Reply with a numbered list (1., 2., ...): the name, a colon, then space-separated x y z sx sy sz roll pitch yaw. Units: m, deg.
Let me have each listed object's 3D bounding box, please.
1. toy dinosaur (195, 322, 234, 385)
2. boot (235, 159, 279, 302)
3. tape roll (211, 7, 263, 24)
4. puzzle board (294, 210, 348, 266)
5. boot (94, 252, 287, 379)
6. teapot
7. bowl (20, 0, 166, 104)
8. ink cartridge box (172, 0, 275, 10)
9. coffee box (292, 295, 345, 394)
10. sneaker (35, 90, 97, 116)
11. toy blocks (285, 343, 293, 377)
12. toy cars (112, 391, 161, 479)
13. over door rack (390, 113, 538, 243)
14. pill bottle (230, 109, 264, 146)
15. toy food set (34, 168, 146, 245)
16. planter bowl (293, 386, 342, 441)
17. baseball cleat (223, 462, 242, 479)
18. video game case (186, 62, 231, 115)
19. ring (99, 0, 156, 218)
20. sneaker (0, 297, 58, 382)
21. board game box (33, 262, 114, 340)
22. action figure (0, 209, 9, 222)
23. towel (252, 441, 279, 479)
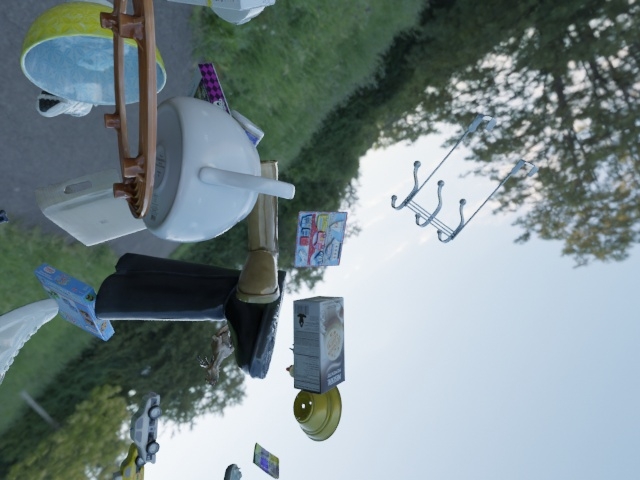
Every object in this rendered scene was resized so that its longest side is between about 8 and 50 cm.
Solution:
1. toy dinosaur: -0.443 0.467 1.818 0.200 0.127 0.296 -51 -170 21
2. boot: -0.131 -0.029 0.873 0.089 0.270 0.236 1 -166 -7
3. tape roll: -0.319 -0.969 1.426 0.072 0.392 0.391 -37 -168 -32
4. puzzle board: 0.000 0.000 0.815 0.096 0.128 0.011 0 -147 -12
5. boot: -0.322 0.167 0.999 0.444 0.146 0.367 8 -158 -2
6. teapot: -0.184 -0.110 0.706 0.186 0.256 0.252 5 143 -40
7. bowl: -0.505 -0.443 0.931 0.288 0.156 0.289 -8 173 -1
8. ink cartridge box: -0.294 -0.803 1.204 0.269 0.198 0.197 17 -141 18
9. coffee box: -0.003 0.289 1.180 0.098 0.247 0.141 -2 179 32
10. sneaker: -0.837 -0.467 1.396 0.109 0.119 0.292 11 -143 -2
11. toy blocks: -0.085 0.443 1.527 0.148 0.054 0.123 3 -125 54
12. toy cars: -0.550 0.629 1.228 0.176 0.087 0.394 48 -56 49
13. over door rack: 0.375 -0.160 1.116 0.324 0.239 0.108 -45 -144 25
14. pill bottle: -0.256 -0.261 1.173 0.187 0.112 0.112 -52 -172 11
15. toy food set: -0.660 -0.096 1.252 0.219 0.093 0.306 -18 160 -8
16. planter bowl: -0.033 0.585 1.453 0.217 0.090 0.218 -26 -129 38
17. baseball cleat: -0.238 0.628 0.964 0.109 0.206 0.072 -1 171 14
18. video game case: -0.256 -0.249 0.966 0.041 0.232 0.210 -18 176 -31
19. ring: -0.248 -0.195 0.518 0.032 0.338 0.336 -5 176 -31
20. sneaker: -0.587 0.209 0.736 0.105 0.123 0.290 -25 -171 26
21. board game box: -0.647 0.168 1.096 0.212 0.160 0.039 100 17 -45
22. action figure: -0.942 0.018 0.970 0.341 0.178 0.330 -36 153 -18
23. towel: -0.128 0.524 0.985 0.009 0.083 0.060 -40 -161 13
